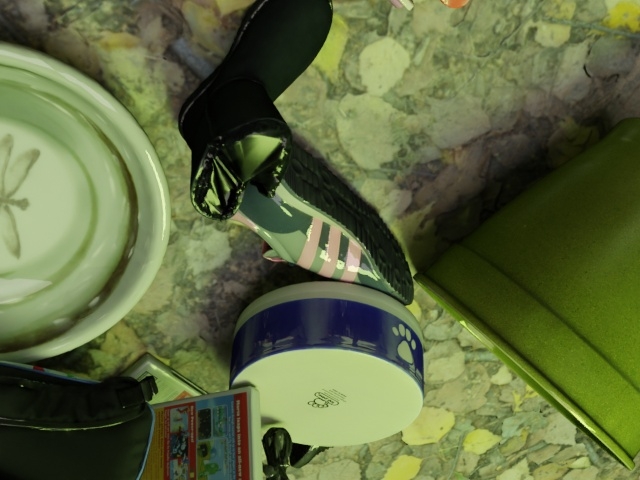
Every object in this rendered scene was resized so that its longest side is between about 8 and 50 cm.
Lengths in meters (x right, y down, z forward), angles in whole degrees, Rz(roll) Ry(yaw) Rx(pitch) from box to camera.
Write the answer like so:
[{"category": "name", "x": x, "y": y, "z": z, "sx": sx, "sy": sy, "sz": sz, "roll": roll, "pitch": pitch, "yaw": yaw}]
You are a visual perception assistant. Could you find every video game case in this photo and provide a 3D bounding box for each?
[{"category": "video game case", "x": -0.260, "y": 0.276, "z": 1.150, "sx": 0.201, "sy": 0.023, "sz": 0.183, "roll": -41, "pitch": 124, "yaw": 9}, {"category": "video game case", "x": -0.205, "y": 0.311, "z": 1.001, "sx": 0.285, "sy": 0.204, "sz": 0.025, "roll": -14, "pitch": 154, "yaw": 20}]

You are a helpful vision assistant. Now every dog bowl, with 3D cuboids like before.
[{"category": "dog bowl", "x": 0.009, "y": 0.176, "z": 1.061, "sx": 0.264, "sy": 0.104, "sz": 0.265, "roll": 2, "pitch": 139, "yaw": 2}]

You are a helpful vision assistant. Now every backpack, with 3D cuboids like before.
[{"category": "backpack", "x": -0.356, "y": 0.267, "z": 0.906, "sx": 0.263, "sy": 0.277, "sz": 0.213, "roll": 29, "pitch": 139, "yaw": -26}]

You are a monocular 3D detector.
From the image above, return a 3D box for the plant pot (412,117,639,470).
[{"category": "plant pot", "x": 0.374, "y": 0.040, "z": 1.028, "sx": 0.353, "sy": 0.366, "sz": 0.366, "roll": -48, "pitch": 123, "yaw": 1}]

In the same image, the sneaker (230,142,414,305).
[{"category": "sneaker", "x": 0.000, "y": 0.000, "z": 1.021, "sx": 0.131, "sy": 0.112, "sz": 0.319, "roll": -27, "pitch": 129, "yaw": 27}]

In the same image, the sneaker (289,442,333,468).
[{"category": "sneaker", "x": 0.028, "y": 0.307, "z": 1.240, "sx": 0.089, "sy": 0.051, "sz": 0.170, "roll": 25, "pitch": 108, "yaw": -24}]

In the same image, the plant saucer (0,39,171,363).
[{"category": "plant saucer", "x": -0.372, "y": -0.041, "z": 0.865, "sx": 0.400, "sy": 0.100, "sz": 0.401, "roll": -8, "pitch": 123, "yaw": -13}]

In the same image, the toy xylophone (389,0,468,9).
[{"category": "toy xylophone", "x": 0.135, "y": -0.409, "z": 0.799, "sx": 0.236, "sy": 0.081, "sz": 0.323, "roll": 30, "pitch": 109, "yaw": -30}]

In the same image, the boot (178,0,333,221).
[{"category": "boot", "x": -0.056, "y": -0.152, "z": 0.827, "sx": 0.094, "sy": 0.207, "sz": 0.246, "roll": 36, "pitch": 105, "yaw": -32}]

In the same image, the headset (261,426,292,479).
[{"category": "headset", "x": -0.197, "y": 0.380, "z": 1.105, "sx": 0.394, "sy": 0.185, "sz": 0.243, "roll": -34, "pitch": 129, "yaw": 20}]
